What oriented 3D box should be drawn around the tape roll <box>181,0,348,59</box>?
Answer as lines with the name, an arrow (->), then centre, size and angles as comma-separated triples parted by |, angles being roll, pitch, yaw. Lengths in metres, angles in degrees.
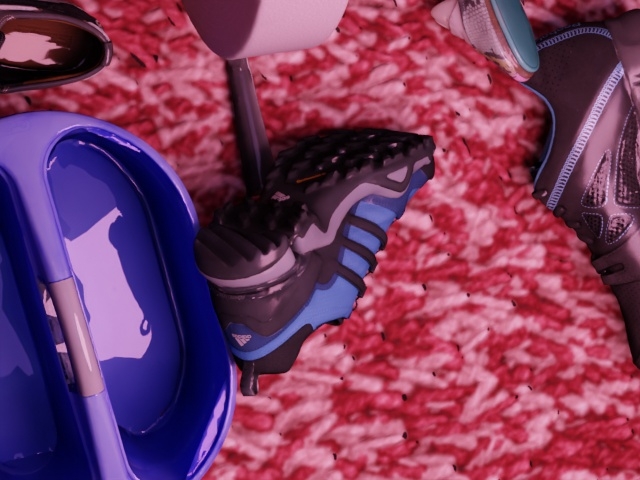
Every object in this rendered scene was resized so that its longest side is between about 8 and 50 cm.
tape roll -> -0.065, -0.329, 1.134 | 0.072, 0.392, 0.392 | -11, 99, -16

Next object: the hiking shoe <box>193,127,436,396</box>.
hiking shoe -> 0.000, 0.000, 1.298 | 0.304, 0.113, 0.132 | -36, 129, -46

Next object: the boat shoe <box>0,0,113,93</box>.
boat shoe -> -0.280, -0.155, 1.224 | 0.233, 0.079, 0.084 | -4, 117, -26

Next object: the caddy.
caddy -> -0.205, 0.065, 1.239 | 0.241, 0.179, 0.341 | -17, 101, -14

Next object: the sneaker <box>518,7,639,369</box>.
sneaker -> 0.265, -0.034, 1.427 | 0.139, 0.125, 0.341 | -11, 98, 6

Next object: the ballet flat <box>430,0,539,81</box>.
ballet flat -> 0.127, -0.238, 1.368 | 0.079, 0.077, 0.222 | -18, 89, 28

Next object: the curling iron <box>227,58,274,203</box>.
curling iron -> -0.060, -0.027, 1.350 | 0.068, 0.035, 0.274 | -5, 97, -17
